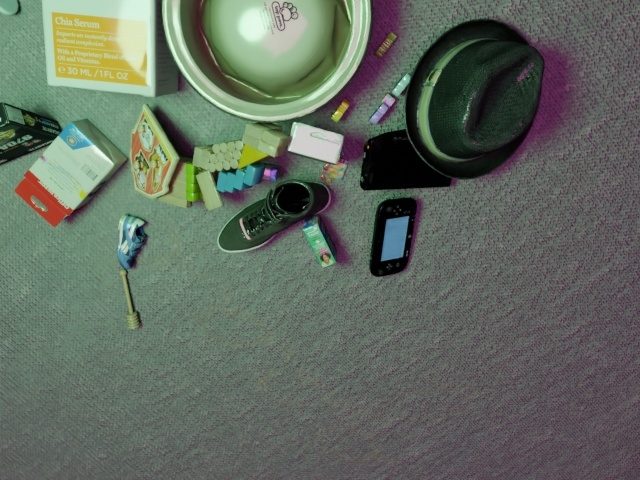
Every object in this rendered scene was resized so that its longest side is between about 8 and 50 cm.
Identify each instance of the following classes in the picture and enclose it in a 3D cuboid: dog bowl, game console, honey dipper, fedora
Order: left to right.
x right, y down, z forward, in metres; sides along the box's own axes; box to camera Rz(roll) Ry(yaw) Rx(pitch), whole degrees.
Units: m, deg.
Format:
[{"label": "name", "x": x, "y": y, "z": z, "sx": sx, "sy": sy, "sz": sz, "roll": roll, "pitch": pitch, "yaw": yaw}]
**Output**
[{"label": "honey dipper", "x": -0.499, "y": 0.151, "z": 1.406, "sx": 0.031, "sy": 0.030, "sz": 0.160, "roll": -5, "pitch": 107, "yaw": 6}, {"label": "dog bowl", "x": -0.101, "y": -0.452, "z": 1.100, "sx": 0.408, "sy": 0.150, "sz": 0.407, "roll": 1, "pitch": 109, "yaw": 4}, {"label": "game console", "x": 0.189, "y": -0.079, "z": 1.239, "sx": 0.213, "sy": 0.044, "sz": 0.361, "roll": -5, "pitch": 119, "yaw": -17}, {"label": "fedora", "x": 0.338, "y": -0.281, "z": 1.085, "sx": 0.334, "sy": 0.152, "sz": 0.333, "roll": -3, "pitch": 103, "yaw": -14}]

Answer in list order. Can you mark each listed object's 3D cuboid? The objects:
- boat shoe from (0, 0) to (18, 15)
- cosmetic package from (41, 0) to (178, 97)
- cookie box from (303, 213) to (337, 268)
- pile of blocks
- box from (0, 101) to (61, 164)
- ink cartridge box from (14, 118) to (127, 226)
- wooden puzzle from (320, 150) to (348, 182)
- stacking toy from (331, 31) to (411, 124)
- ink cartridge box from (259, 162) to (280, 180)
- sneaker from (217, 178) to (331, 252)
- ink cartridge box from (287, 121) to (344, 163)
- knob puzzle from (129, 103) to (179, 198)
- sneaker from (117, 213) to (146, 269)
[{"label": "boat shoe", "x": -0.736, "y": -0.555, "z": 1.160, "sx": 0.083, "sy": 0.065, "sz": 0.183, "roll": -16, "pitch": 122, "yaw": 36}, {"label": "cosmetic package", "x": -0.415, "y": -0.534, "z": 1.087, "sx": 0.230, "sy": 0.161, "sz": 0.453, "roll": 6, "pitch": 109, "yaw": 2}, {"label": "cookie box", "x": 0.000, "y": 0.000, "z": 1.284, "sx": 0.040, "sy": 0.092, "sz": 0.107, "roll": -25, "pitch": 106, "yaw": 9}, {"label": "pile of blocks", "x": -0.200, "y": -0.158, "z": 1.199, "sx": 0.362, "sy": 0.113, "sz": 0.148, "roll": -12, "pitch": 99, "yaw": 31}, {"label": "box", "x": -0.727, "y": -0.227, "z": 1.208, "sx": 0.220, "sy": 0.175, "sz": 0.051, "roll": -18, "pitch": 85, "yaw": 9}, {"label": "ink cartridge box", "x": -0.588, "y": -0.156, "z": 1.276, "sx": 0.231, "sy": 0.078, "sz": 0.134, "roll": -41, "pitch": 102, "yaw": 16}, {"label": "wooden puzzle", "x": 0.034, "y": -0.170, "z": 1.266, "sx": 0.049, "sy": 0.006, "sz": 0.083, "roll": 20, "pitch": 110, "yaw": -3}, {"label": "stacking toy", "x": 0.152, "y": -0.311, "z": 1.184, "sx": 0.167, "sy": 0.052, "sz": 0.221, "roll": 35, "pitch": 108, "yaw": -8}, {"label": "ink cartridge box", "x": -0.139, "y": -0.163, "z": 1.258, "sx": 0.083, "sy": 0.048, "sz": 0.028, "roll": 9, "pitch": 110, "yaw": 0}, {"label": "sneaker", "x": -0.124, "y": -0.060, "z": 1.229, "sx": 0.296, "sy": 0.147, "sz": 0.104, "roll": -25, "pitch": 82, "yaw": 9}, {"label": "ink cartridge box", "x": -0.009, "y": -0.207, "z": 1.175, "sx": 0.109, "sy": 0.150, "sz": 0.063, "roll": 15, "pitch": 97, "yaw": -1}, {"label": "knob puzzle", "x": -0.396, "y": -0.179, "z": 1.225, "sx": 0.213, "sy": 0.030, "sz": 0.213, "roll": 13, "pitch": 109, "yaw": 43}, {"label": "sneaker", "x": -0.465, "y": 0.008, "z": 1.340, "sx": 0.059, "sy": 0.053, "sz": 0.144, "roll": 9, "pitch": 111, "yaw": -1}]
